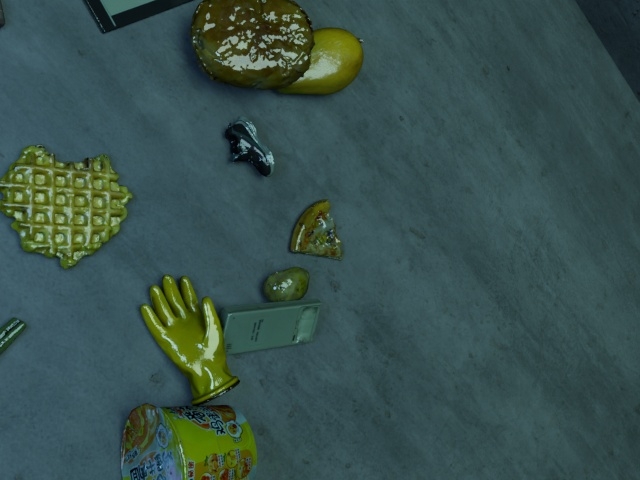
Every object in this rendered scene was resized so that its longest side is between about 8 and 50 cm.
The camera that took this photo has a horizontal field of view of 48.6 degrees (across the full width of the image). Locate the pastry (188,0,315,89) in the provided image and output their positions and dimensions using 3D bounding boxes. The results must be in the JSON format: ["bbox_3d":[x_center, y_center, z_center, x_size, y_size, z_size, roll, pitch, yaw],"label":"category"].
[{"bbox_3d":[-0.173,-0.494,1.772,0.311,0.162,0.255,2,79,-16],"label":"pastry"}]

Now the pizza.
[{"bbox_3d":[0.000,0.000,1.887,0.185,0.036,0.176,-46,108,-31],"label":"pizza"}]

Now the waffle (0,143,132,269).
[{"bbox_3d":[-0.544,-0.090,1.513,0.291,0.051,0.291,6,80,-36],"label":"waffle"}]

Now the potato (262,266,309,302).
[{"bbox_3d":[-0.080,0.114,1.787,0.138,0.070,0.092,-17,110,-34],"label":"potato"}]

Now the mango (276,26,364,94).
[{"bbox_3d":[0.001,-0.483,1.935,0.317,0.119,0.176,-28,101,-26],"label":"mango"}]

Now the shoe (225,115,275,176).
[{"bbox_3d":[-0.188,-0.222,1.779,0.099,0.071,0.169,-35,98,-31],"label":"shoe"}]

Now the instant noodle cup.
[{"bbox_3d":[-0.270,0.463,1.490,0.200,0.264,0.264,3,80,-42],"label":"instant noodle cup"}]

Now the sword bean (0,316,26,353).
[{"bbox_3d":[-0.669,0.263,1.369,0.043,0.038,0.269,30,63,0],"label":"sword bean"}]

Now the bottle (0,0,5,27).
[{"bbox_3d":[-0.699,-0.514,1.481,0.053,0.053,0.140,-14,90,-36],"label":"bottle"}]

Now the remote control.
[{"bbox_3d":[-0.121,0.207,1.738,0.285,0.038,0.123,-5,116,-37],"label":"remote control"}]

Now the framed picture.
[{"bbox_3d":[-0.447,-0.670,1.710,0.347,0.016,0.265,-36,102,-33],"label":"framed picture"}]

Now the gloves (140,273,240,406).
[{"bbox_3d":[-0.300,0.216,1.605,0.133,0.116,0.294,-26,90,-43],"label":"gloves"}]
